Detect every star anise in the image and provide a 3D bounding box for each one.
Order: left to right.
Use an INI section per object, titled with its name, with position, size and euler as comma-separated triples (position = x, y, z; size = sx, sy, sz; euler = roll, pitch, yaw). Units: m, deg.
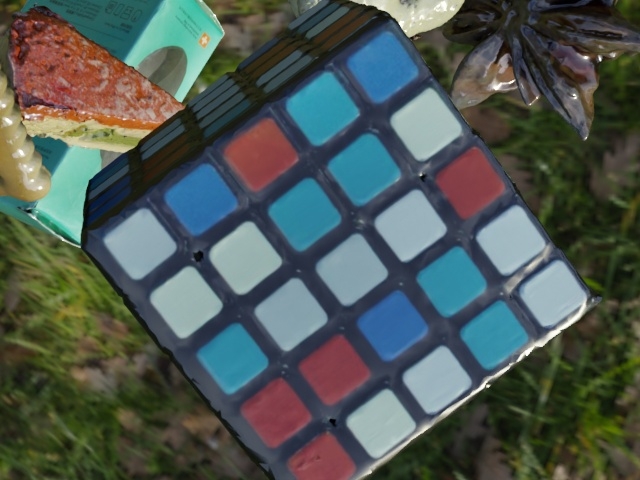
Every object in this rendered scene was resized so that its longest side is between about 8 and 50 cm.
[star anise]
position = 0.259, -0.251, 1.943
size = 0.108, 0.315, 0.315
euler = 4, 94, -48

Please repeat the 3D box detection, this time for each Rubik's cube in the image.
[Rubik's cube]
position = 0.000, 0.000, 0.848
size = 0.187, 0.184, 0.182
euler = -38, 104, -2

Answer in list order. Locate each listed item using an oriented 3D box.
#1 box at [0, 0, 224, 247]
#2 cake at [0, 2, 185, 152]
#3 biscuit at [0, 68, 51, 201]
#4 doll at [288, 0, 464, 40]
[box]
position = -0.276, -0.163, 1.854
size = 0.311, 0.205, 0.118
euler = -60, 140, -11
[cake]
position = -0.219, -0.148, 1.535
size = 0.220, 0.086, 0.116
euler = 2, 72, -45
[biscuit]
position = -0.359, -0.160, 1.383
size = 0.325, 0.217, 0.044
euler = 78, 32, -48
[doll]
position = 0.041, -0.178, 1.390
size = 0.149, 0.278, 0.175
euler = 12, 59, 3
